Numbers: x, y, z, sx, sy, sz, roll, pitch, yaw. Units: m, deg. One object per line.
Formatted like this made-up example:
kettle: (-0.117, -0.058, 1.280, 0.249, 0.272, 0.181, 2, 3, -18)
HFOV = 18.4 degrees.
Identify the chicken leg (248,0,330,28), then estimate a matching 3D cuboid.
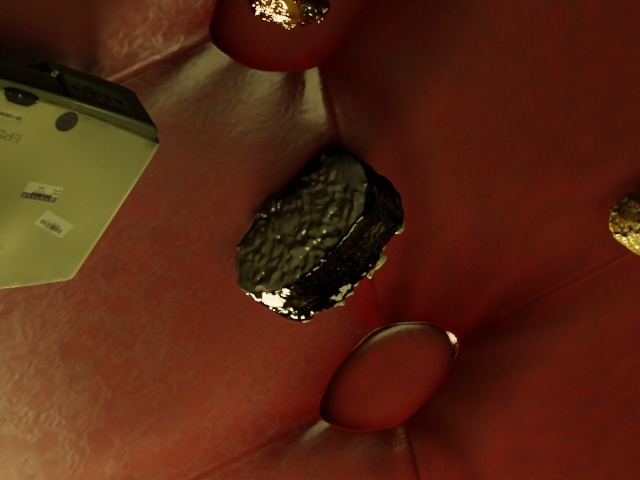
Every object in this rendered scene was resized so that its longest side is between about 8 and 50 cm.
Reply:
chicken leg: (-0.041, -0.201, 1.483, 0.062, 0.037, 0.145, -30, 144, 14)

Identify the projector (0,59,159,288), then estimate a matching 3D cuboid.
projector: (-0.270, -0.054, 1.417, 0.270, 0.088, 0.193, 13, 121, -42)

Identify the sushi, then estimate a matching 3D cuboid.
sushi: (0.000, 0.000, 1.663, 0.150, 0.090, 0.078, -45, 144, 8)

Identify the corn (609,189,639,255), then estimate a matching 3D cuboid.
corn: (0.370, -0.003, 1.928, 0.231, 0.080, 0.080, 17, 118, -43)
